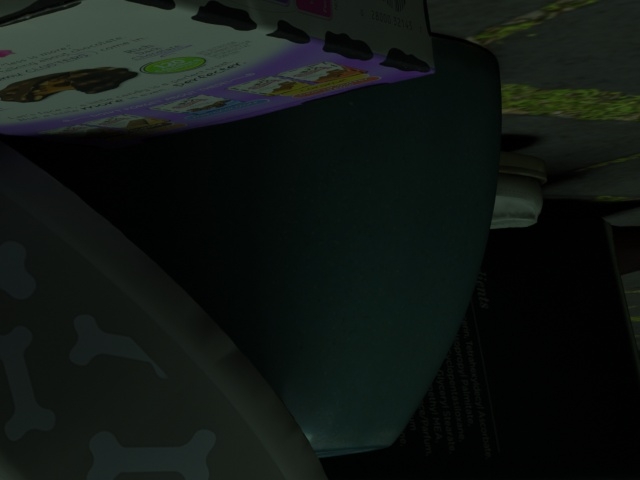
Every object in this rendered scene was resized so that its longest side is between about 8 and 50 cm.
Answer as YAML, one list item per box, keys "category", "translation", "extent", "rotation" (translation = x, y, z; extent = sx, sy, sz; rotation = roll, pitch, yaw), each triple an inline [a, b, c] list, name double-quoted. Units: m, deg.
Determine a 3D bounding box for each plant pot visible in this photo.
- category: "plant pot"
  translation: [-0.039, 0.020, 1.045]
  extent: [0.290, 0.195, 0.290]
  rotation: [-5, 172, -1]

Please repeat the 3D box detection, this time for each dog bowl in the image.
- category: "dog bowl"
  translation: [-0.161, 0.075, 0.907]
  extent: [0.102, 0.349, 0.349]
  rotation: [-50, -168, -24]

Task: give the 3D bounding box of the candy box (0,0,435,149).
- category: "candy box"
  translation: [-0.079, -0.087, 0.706]
  extent: [0.165, 0.070, 0.196]
  rotation: [-11, 171, 31]

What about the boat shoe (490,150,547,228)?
- category: "boat shoe"
  translation: [0.000, 0.000, 1.258]
  extent: [0.302, 0.103, 0.113]
  rotation: [-5, 172, -10]

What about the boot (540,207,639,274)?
- category: "boot"
  translation: [0.143, 0.033, 1.640]
  extent: [0.207, 0.090, 0.248]
  rotation: [2, 165, -34]

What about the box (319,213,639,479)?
- category: "box"
  translation: [-0.009, 0.127, 1.426]
  extent: [0.396, 0.212, 0.293]
  rotation: [2, 153, -23]
